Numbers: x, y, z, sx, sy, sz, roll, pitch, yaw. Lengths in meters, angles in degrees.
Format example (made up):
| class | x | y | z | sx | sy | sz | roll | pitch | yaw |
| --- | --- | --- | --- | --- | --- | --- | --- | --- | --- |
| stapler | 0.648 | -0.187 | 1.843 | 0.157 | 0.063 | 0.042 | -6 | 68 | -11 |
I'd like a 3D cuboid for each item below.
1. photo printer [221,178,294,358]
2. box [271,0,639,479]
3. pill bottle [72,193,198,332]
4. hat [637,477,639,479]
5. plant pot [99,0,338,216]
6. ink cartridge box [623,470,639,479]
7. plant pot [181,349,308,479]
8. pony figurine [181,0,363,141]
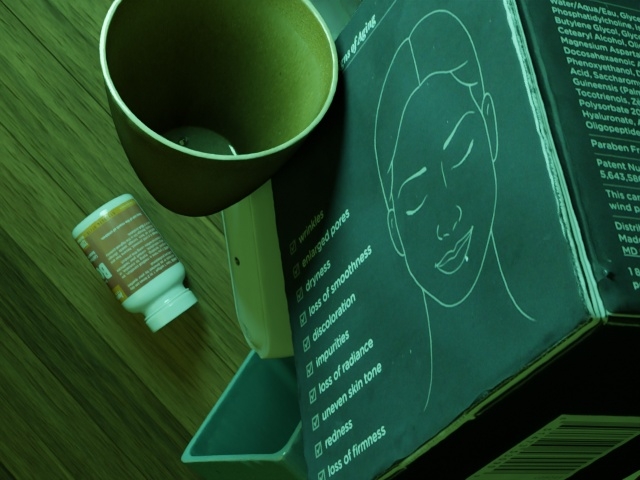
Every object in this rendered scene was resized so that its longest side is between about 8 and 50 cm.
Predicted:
| class | x | y | z | sx | sy | sz | roll | pitch | yaw |
| --- | --- | --- | --- | --- | --- | --- | --- | --- | --- |
| photo printer | 0.000 | 0.000 | 1.580 | 0.107 | 0.256 | 0.307 | 37 | 142 | 48 |
| box | 0.185 | -0.019 | 1.184 | 0.480 | 0.297 | 0.472 | -49 | 43 | 50 |
| pill bottle | -0.302 | 0.041 | 1.997 | 0.216 | 0.121 | 0.121 | 54 | 140 | 0 |
| hat | 0.364 | 0.371 | 1.557 | 0.331 | 0.331 | 0.134 | 43 | -178 | 13 |
| plant pot | -0.123 | -0.130 | 1.305 | 0.237 | 0.237 | 0.254 | 45 | 153 | 11 |
| ink cartridge box | 0.386 | 0.142 | 1.368 | 0.272 | 0.130 | 0.309 | 42 | 131 | 13 |
| plant pot | -0.001 | 0.310 | 1.819 | 0.248 | 0.247 | 0.252 | -12 | 126 | 48 |
| pony figurine | -0.117 | -0.327 | 1.459 | 0.363 | 0.303 | 0.351 | 50 | 156 | 40 |
